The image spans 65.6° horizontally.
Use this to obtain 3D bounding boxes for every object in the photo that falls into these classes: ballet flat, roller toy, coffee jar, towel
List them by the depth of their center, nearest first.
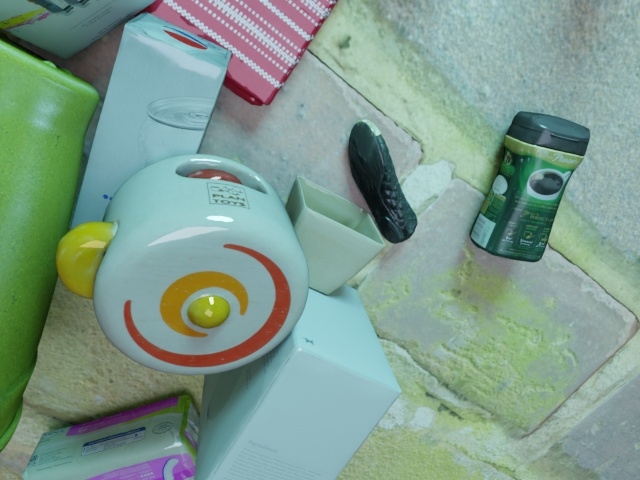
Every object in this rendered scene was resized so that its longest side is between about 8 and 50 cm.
[{"bbox_3d":[-0.113,0.026,0.477,0.191,0.146,0.209,-29,128,3],"label":"roller toy"},{"bbox_3d":[-0.065,-0.304,0.514,0.198,0.031,0.275,32,103,-19],"label":"towel"},{"bbox_3d":[0.079,-0.075,0.636,0.049,0.057,0.173,-43,122,-35],"label":"ballet flat"},{"bbox_3d":[0.269,-0.069,0.645,0.096,0.079,0.185,10,112,-10],"label":"coffee jar"}]

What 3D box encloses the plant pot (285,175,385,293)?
[{"bbox_3d":[0.000,0.000,0.615,0.109,0.109,0.096,25,111,-19],"label":"plant pot"}]

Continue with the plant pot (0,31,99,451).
[{"bbox_3d":[-0.379,-0.035,0.429,0.366,0.366,0.353,28,94,-19],"label":"plant pot"}]

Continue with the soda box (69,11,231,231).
[{"bbox_3d":[-0.190,-0.081,0.535,0.097,0.091,0.287,21,116,-17],"label":"soda box"}]

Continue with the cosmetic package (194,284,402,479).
[{"bbox_3d":[-0.040,0.174,0.617,0.138,0.224,0.225,26,107,-18],"label":"cosmetic package"}]

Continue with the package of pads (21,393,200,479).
[{"bbox_3d":[-0.252,0.386,0.741,0.228,0.101,0.297,-15,116,-2],"label":"package of pads"}]

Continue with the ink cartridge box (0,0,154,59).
[{"bbox_3d":[-0.240,-0.256,0.405,0.127,0.176,0.128,-30,93,4],"label":"ink cartridge box"}]
